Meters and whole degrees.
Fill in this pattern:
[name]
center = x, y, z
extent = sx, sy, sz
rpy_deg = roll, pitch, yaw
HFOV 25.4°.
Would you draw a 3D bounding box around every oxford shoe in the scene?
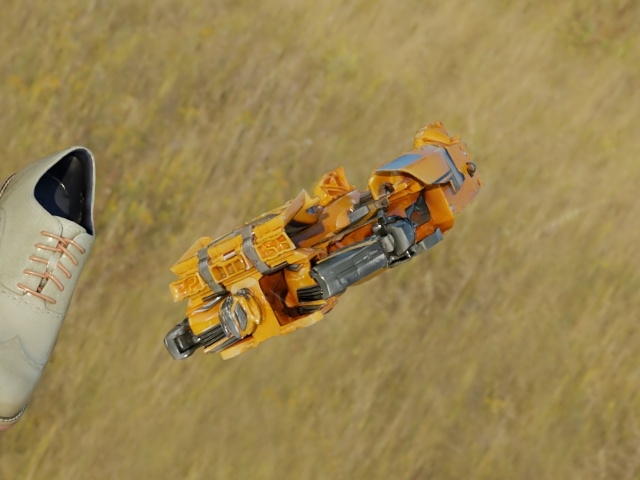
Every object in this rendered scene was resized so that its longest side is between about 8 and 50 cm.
[oxford shoe]
center = -0.350, 0.038, 1.679
extent = 0.140, 0.146, 0.397
rpy_deg = 31, 40, -31

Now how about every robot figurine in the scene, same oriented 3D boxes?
[robot figurine]
center = 0.000, 0.000, 1.041
extent = 0.085, 0.211, 0.291
rpy_deg = 63, 32, -3
